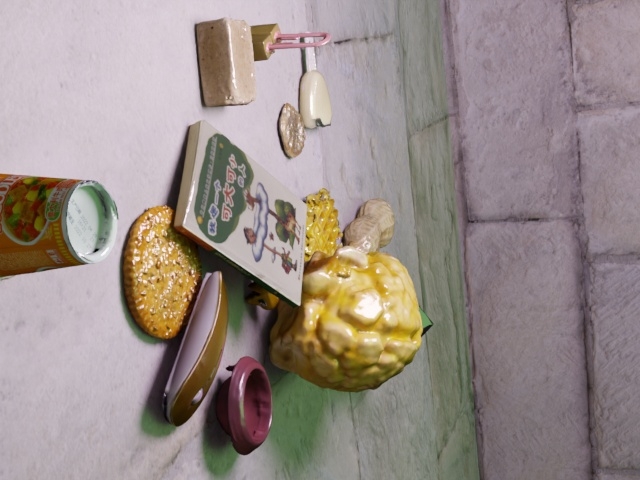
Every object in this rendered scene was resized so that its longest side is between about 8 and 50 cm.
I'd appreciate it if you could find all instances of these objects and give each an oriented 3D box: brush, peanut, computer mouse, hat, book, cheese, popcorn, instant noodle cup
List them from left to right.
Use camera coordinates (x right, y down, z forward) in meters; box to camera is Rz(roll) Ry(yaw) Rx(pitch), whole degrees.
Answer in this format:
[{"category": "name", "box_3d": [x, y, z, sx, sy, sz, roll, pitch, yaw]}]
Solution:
[{"category": "instant noodle cup", "box_3d": [-0.389, -0.022, 1.209, 0.168, 0.184, 0.169, -1, 90, -67]}, {"category": "computer mouse", "box_3d": [-0.227, 0.208, 1.684, 0.158, 0.071, 0.311, 94, 10, -56]}, {"category": "hat", "box_3d": [-0.169, 0.349, 1.840, 0.205, 0.089, 0.206, -5, 90, -71]}, {"category": "book", "box_3d": [-0.149, -0.050, 1.806, 0.371, 0.043, 0.260, 38, 44, -43]}, {"category": "brush", "box_3d": [-0.088, -0.433, 1.892, 0.103, 0.233, 0.047, -63, 145, -46]}, {"category": "cheese", "box_3d": [-0.020, -0.420, 2.290, 0.127, 0.054, 0.252, -22, 108, -65]}, {"category": "popcorn", "box_3d": [0.066, 0.195, 2.055, 0.390, 0.344, 0.354, 7, 42, -49]}, {"category": "peanut", "box_3d": [0.144, -0.021, 2.566, 0.136, 0.120, 0.298, 44, 34, -5]}]

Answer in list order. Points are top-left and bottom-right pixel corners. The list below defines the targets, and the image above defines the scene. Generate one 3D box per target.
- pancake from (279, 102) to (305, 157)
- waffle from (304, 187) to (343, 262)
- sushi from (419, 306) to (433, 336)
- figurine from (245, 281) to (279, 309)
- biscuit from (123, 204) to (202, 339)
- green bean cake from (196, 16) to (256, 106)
[{"category": "pancake", "box_3d": [-0.072, -0.275, 2.192, 0.139, 0.022, 0.140, -1, 90, -68]}, {"category": "waffle", "box_3d": [0.003, 0.000, 2.308, 0.262, 0.060, 0.281, -3, 92, -67]}, {"category": "sushi", "box_3d": [0.130, 0.228, 2.378, 0.227, 0.212, 0.215, -43, 98, -20]}, {"category": "figurine", "box_3d": [-0.108, 0.070, 1.963, 0.121, 0.122, 0.176, -139, -131, -69]}, {"category": "biscuit", "box_3d": [-0.289, 0.062, 1.637, 0.254, 0.035, 0.254, -1, 90, -68]}, {"category": "green bean cake", "box_3d": [-0.195, -0.371, 1.825, 0.109, 0.085, 0.179, -19, 105, -67]}]
